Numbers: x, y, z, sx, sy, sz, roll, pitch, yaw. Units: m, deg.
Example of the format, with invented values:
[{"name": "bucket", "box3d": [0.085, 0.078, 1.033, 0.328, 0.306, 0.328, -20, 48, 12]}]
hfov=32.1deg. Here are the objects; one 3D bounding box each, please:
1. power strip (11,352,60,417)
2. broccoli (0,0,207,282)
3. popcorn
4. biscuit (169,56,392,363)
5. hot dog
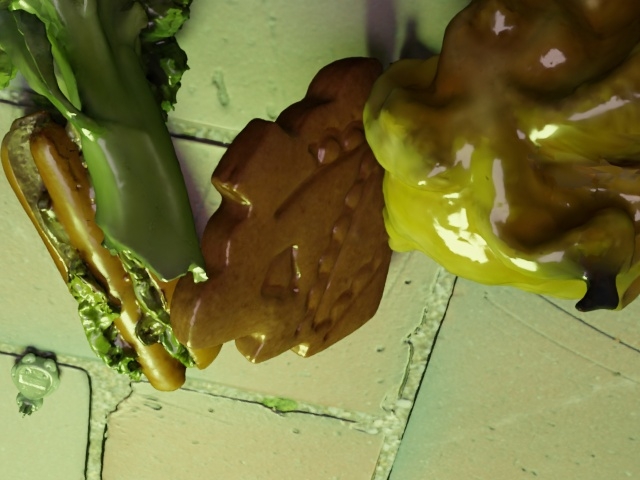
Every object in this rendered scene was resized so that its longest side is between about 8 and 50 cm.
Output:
[{"name": "power strip", "box3d": [-0.317, 0.161, 1.226, 0.055, 0.035, 0.083, 18, 126, -8]}, {"name": "broccoli", "box3d": [-0.188, -0.136, 0.836, 0.186, 0.254, 0.302, -6, 108, 0]}, {"name": "popcorn", "box3d": [0.182, -0.068, 0.842, 0.297, 0.281, 0.316, 6, 144, -20]}, {"name": "biscuit", "box3d": [0.000, 0.000, 0.952, 0.043, 0.284, 0.306, 23, 165, 31]}, {"name": "hot dog", "box3d": [-0.186, 0.023, 1.055, 0.135, 0.100, 0.337, -11, 126, 14]}]
